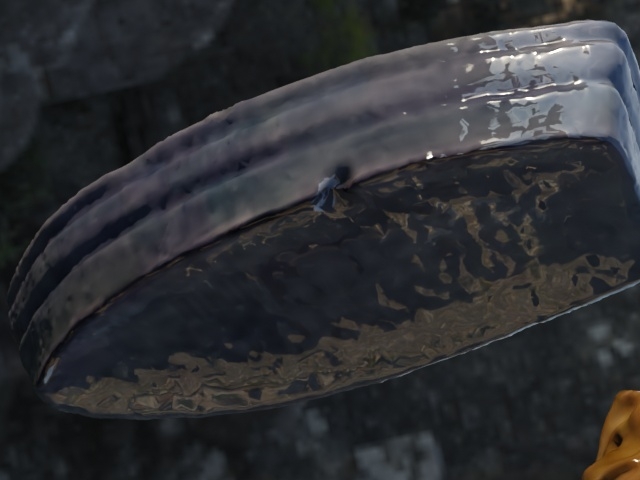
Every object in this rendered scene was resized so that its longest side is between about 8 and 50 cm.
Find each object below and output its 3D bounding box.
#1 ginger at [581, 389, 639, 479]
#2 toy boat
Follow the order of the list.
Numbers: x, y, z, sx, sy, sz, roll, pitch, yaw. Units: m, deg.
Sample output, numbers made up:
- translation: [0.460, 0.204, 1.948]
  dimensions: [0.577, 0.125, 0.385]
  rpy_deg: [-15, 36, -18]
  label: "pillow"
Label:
- translation: [0.139, 0.194, 0.373]
  dimensions: [0.274, 0.152, 0.358]
  rpy_deg: [22, 48, -35]
  label: "ginger"
- translation: [0.000, 0.000, 0.730]
  dimensions: [0.127, 0.282, 0.078]
  rpy_deg: [58, 18, -46]
  label: "toy boat"
